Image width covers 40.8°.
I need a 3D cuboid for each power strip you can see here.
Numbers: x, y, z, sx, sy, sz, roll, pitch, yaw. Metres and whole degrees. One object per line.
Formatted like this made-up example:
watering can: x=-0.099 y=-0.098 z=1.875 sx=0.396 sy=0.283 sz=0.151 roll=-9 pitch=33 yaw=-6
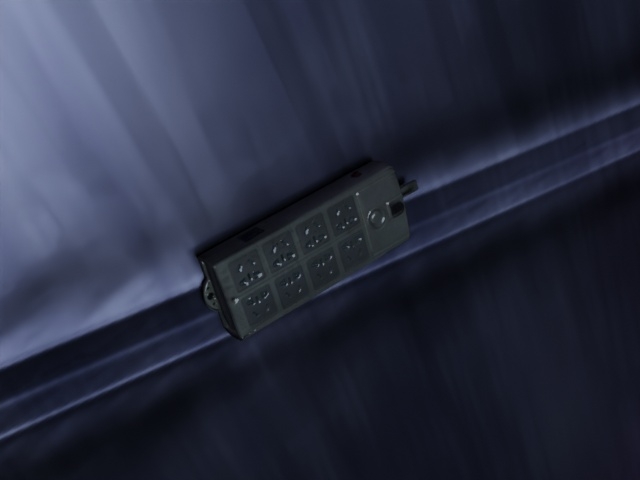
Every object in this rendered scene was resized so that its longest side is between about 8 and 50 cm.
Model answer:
power strip: x=0.000 y=0.000 z=0.449 sx=0.136 sy=0.019 sz=0.051 roll=-29 pitch=119 yaw=-23
